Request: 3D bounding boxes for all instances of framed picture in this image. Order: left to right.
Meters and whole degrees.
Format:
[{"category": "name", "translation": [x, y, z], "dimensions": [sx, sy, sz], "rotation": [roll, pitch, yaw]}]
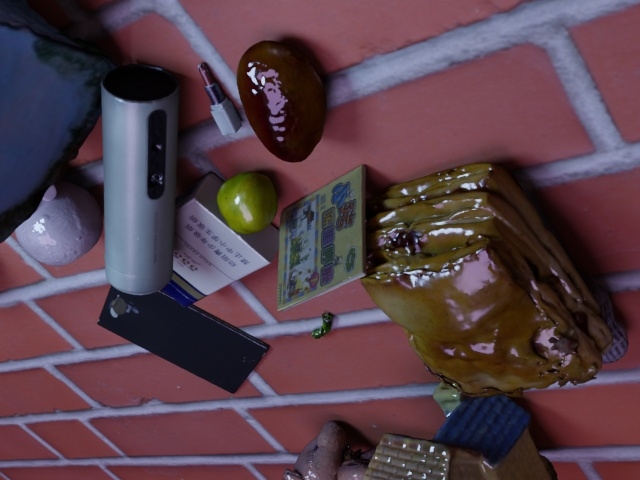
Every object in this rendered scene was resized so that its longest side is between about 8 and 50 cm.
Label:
[{"category": "framed picture", "translation": [-0.280, 0.188, 1.707], "dimensions": [0.324, 0.013, 0.244], "rotation": [29, 141, -5]}]

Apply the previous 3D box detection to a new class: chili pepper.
[{"category": "chili pepper", "translation": [0.004, 0.154, 1.511], "dimensions": [0.027, 0.022, 0.083], "rotation": [-1, 147, -22]}]

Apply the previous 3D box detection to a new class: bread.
[{"category": "bread", "translation": [0.196, 0.074, 1.151], "dimensions": [0.277, 0.167, 0.324], "rotation": [-15, 113, 46]}]

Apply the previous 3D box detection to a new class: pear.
[{"category": "pear", "translation": [-0.103, -0.059, 1.272], "dimensions": [0.092, 0.092, 0.097], "rotation": [32, 125, -10]}]

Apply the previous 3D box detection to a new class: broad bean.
[{"category": "broad bean", "translation": [-0.049, -0.180, 1.103], "dimensions": [0.114, 0.084, 0.165], "rotation": [-1, 131, 5]}]

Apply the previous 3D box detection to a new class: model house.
[{"category": "model house", "translation": [-0.536, -0.211, 1.154], "dimensions": [0.339, 0.297, 0.360], "rotation": [40, 105, 15]}, {"category": "model house", "translation": [0.218, 0.393, 1.474], "dimensions": [0.261, 0.321, 0.266], "rotation": [-3, 120, 47]}]

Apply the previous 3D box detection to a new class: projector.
[{"category": "projector", "translation": [-0.262, -0.080, 1.246], "dimensions": [0.108, 0.108, 0.337], "rotation": [17, 127, 10]}]

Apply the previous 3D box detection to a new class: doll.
[{"category": "doll", "translation": [-0.477, -0.093, 1.395], "dimensions": [0.151, 0.151, 0.287], "rotation": [-12, 122, 37]}, {"category": "doll", "translation": [0.080, 0.425, 1.711], "dimensions": [0.303, 0.156, 0.201], "rotation": [-19, 168, 18]}]

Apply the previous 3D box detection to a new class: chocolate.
[{"category": "chocolate", "translation": [0.387, 0.113, 1.219], "dimensions": [0.072, 0.072, 0.167], "rotation": [-9, 133, 35]}]

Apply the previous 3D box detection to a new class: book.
[{"category": "book", "translation": [0.000, 0.000, 1.223], "dimensions": [0.013, 0.168, 0.192], "rotation": [20, 148, -34]}]

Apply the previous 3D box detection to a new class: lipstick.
[{"category": "lipstick", "translation": [-0.142, -0.195, 1.178], "dimensions": [0.025, 0.025, 0.107], "rotation": [-3, 128, 29]}]

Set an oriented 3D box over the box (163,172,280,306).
[{"category": "box", "translation": [-0.202, 0.008, 1.407], "dimensions": [0.168, 0.071, 0.259], "rotation": [42, 139, -21]}]
